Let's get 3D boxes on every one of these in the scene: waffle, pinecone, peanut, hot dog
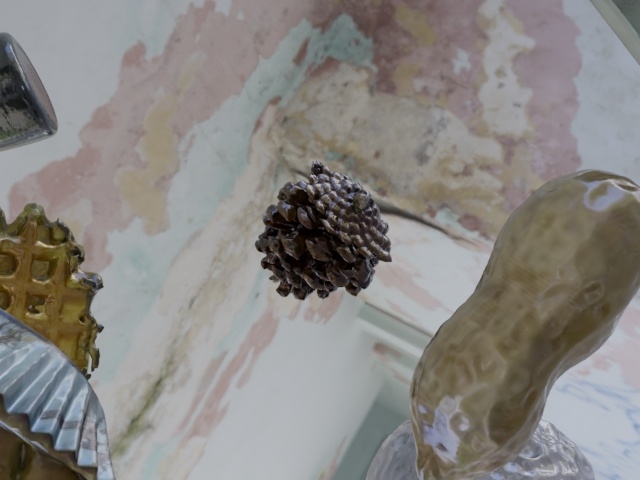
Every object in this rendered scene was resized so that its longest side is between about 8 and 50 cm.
[{"bbox_3d":[-0.351,0.098,0.807,0.262,0.060,0.280,-45,-66,-30],"label":"waffle"},{"bbox_3d":[0.000,0.000,0.861,0.173,0.174,0.173,-52,-21,-30],"label":"pinecone"},{"bbox_3d":[0.126,0.056,0.449,0.227,0.086,0.104,-55,-40,1],"label":"peanut"},{"bbox_3d":[-0.193,0.131,0.339,0.270,0.163,0.082,-48,4,30],"label":"hot dog"}]

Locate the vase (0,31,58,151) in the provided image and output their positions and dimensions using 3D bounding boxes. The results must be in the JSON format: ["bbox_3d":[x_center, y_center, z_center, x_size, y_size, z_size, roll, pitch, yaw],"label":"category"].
[{"bbox_3d":[-0.589,-0.183,1.124,0.321,0.173,0.173,-24,-27,-6],"label":"vase"}]

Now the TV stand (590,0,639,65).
[{"bbox_3d":[0.286,-0.197,0.605,0.083,0.269,0.088,-41,22,20],"label":"TV stand"}]

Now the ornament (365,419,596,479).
[{"bbox_3d":[0.210,0.385,1.015,0.337,0.337,0.337,-52,-21,-30],"label":"ornament"}]
